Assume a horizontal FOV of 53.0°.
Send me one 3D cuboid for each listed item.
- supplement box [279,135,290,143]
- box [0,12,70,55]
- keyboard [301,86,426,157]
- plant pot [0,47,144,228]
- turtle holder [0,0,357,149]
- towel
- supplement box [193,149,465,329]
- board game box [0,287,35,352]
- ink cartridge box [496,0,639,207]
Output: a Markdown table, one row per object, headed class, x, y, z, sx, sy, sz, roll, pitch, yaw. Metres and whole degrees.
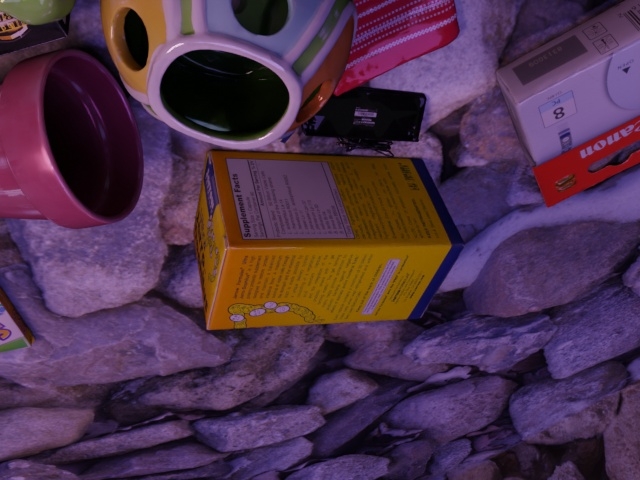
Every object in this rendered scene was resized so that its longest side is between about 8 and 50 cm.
| class | x | y | z | sx | sy | sz | roll | pitch | yaw |
| --- | --- | --- | --- | --- | --- | --- | --- | --- | --- |
| supplement box | -0.062 | -0.188 | 0.849 | 0.083 | 0.056 | 0.083 | 19 | 130 | -37 |
| box | -0.443 | -0.271 | 0.591 | 0.322 | 0.079 | 0.257 | -17 | 143 | -1 |
| keyboard | 0.058 | -0.177 | 0.939 | 0.192 | 0.038 | 0.100 | 1 | 115 | -20 |
| plant pot | -0.337 | -0.105 | 0.755 | 0.180 | 0.201 | 0.201 | -9 | 144 | 15 |
| turtle holder | -0.111 | -0.228 | 0.620 | 0.243 | 0.227 | 0.320 | -28 | 135 | 30 |
| towel | 0.057 | -0.311 | 0.767 | 0.199 | 0.031 | 0.275 | -23 | 141 | 6 |
| supplement box | 0.000 | 0.000 | 0.990 | 0.356 | 0.194 | 0.195 | 0 | 138 | -20 |
| board game box | -0.574 | 0.122 | 1.053 | 0.124 | 0.039 | 0.259 | -10 | 144 | -8 |
| ink cartridge box | 0.478 | -0.195 | 1.019 | 0.308 | 0.091 | 0.385 | -28 | 139 | 13 |
